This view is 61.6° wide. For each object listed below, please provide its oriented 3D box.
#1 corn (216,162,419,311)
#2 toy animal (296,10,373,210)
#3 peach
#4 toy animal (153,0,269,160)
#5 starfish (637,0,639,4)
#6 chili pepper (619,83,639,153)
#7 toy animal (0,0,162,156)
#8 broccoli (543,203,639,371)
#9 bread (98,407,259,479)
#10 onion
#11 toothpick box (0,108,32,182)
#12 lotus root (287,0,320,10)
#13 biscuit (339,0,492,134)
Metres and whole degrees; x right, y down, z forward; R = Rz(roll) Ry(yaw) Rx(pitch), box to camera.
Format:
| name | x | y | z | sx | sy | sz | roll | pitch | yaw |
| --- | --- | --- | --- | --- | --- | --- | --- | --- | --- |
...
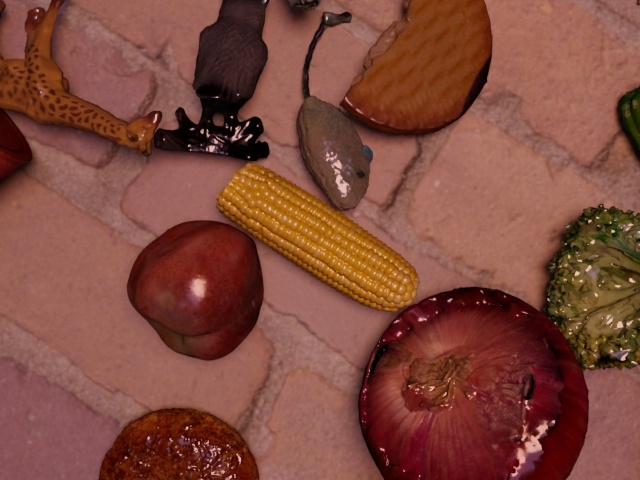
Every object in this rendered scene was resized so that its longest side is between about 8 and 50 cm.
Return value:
| name | x | y | z | sx | sy | sz | roll | pitch | yaw |
| --- | --- | --- | --- | --- | --- | --- | --- | --- | --- |
| corn | 0.000 | 0.000 | 0.619 | 0.248 | 0.081 | 0.081 | 32 | 87 | -2 |
| toy animal | 0.008 | -0.154 | 0.641 | 0.079 | 0.070 | 0.253 | 2 | 73 | -38 |
| peach | -0.124 | 0.047 | 0.587 | 0.152 | 0.152 | 0.152 | 0 | 88 | -3 |
| toy animal | -0.114 | -0.198 | 0.604 | 0.121 | 0.117 | 0.210 | 6 | 90 | 4 |
| starfish | 0.499 | -0.417 | 0.683 | 0.235 | 0.062 | 0.277 | 26 | 83 | -7 |
| chili pepper | 0.466 | -0.094 | 0.651 | 0.099 | 0.083 | 0.253 | -43 | 94 | -13 |
| toy animal | -0.295 | -0.177 | 0.597 | 0.149 | 0.054 | 0.275 | -36 | 74 | -8 |
| broccoli | 0.351 | 0.055 | 0.583 | 0.194 | 0.194 | 0.220 | 42 | 81 | -1 |
| bread | -0.158 | 0.284 | 0.611 | 0.193 | 0.064 | 0.193 | 0 | 90 | 0 |
| onion | 0.158 | 0.167 | 0.561 | 0.161 | 0.248 | 0.248 | 33 | 86 | -27 |
| toothpick box | -0.497 | -0.051 | 0.534 | 0.333 | 0.204 | 0.204 | -41 | 91 | -3 |
| lotus root | -0.028 | -0.417 | 0.610 | 0.158 | 0.140 | 0.322 | -1 | 94 | -28 |
| biscuit | 0.114 | -0.215 | 0.636 | 0.228 | 0.031 | 0.176 | -20 | 91 | -18 |
